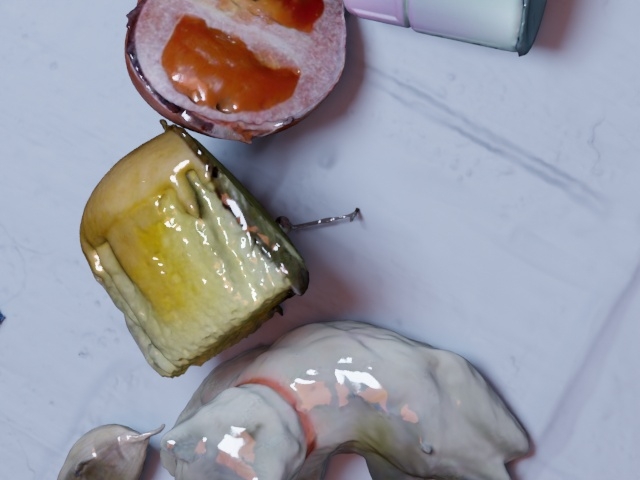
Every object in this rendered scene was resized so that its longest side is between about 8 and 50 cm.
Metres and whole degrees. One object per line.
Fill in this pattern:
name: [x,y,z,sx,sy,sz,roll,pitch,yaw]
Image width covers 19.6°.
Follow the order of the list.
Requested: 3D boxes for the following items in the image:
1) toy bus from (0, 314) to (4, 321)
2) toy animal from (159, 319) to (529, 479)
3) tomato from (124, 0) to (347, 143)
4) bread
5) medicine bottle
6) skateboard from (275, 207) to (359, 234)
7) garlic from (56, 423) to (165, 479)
toy bus: [-0.388,0.099,1.838,0.153,0.051,0.061,-31,74,15]
toy animal: [0.018,0.190,1.678,0.308,0.188,0.266,37,94,13]
tomato: [-0.081,-0.178,1.695,0.199,0.112,0.228,25,64,-5]
bread: [-0.122,0.005,1.649,0.162,0.262,0.204,-30,83,-11]
medicine bottle: [0.114,-0.243,1.635,0.168,0.135,0.135,12,97,12]
skateboard: [0.000,0.000,1.740,0.083,0.032,0.064,-15,101,17]
garlic: [-0.208,0.219,1.791,0.084,0.066,0.152,14,114,-9]
